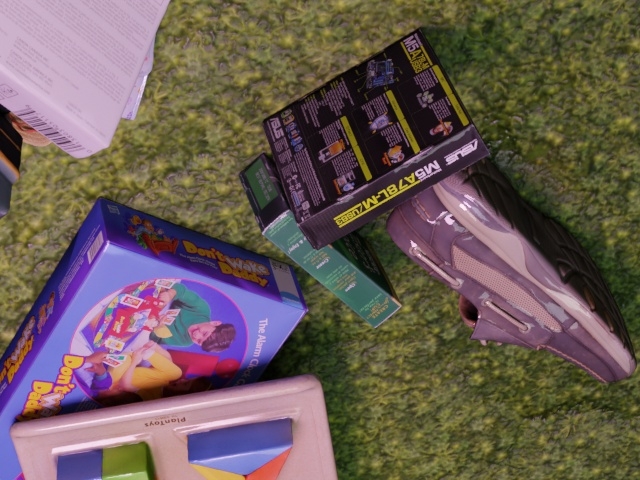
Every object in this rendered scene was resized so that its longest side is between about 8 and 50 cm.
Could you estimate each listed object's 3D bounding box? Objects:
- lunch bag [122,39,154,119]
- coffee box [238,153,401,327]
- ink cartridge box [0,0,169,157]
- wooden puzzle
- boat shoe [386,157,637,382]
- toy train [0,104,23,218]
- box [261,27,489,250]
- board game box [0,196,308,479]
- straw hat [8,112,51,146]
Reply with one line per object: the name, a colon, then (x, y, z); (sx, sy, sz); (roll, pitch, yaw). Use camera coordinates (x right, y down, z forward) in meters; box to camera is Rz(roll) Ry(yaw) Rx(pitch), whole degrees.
lunch bag: (-0.195, -0.160, 1.463); (0.071, 0.053, 0.083); (11, 113, -25)
coffee box: (0.000, 0.000, 1.603); (0.040, 0.113, 0.184); (-41, 125, 12)
ink cartridge box: (-0.219, -0.216, 1.348); (0.066, 0.232, 0.189); (-12, 141, 42)
wooden puzzle: (-0.136, 0.301, 1.691); (0.322, 0.080, 0.347); (-10, 129, -1)
boat shoe: (0.203, 0.042, 1.697); (0.130, 0.132, 0.355); (-34, 120, 23)
toy train: (-0.404, -0.049, 1.380); (0.334, 0.190, 0.142); (-24, 129, 15)
box: (0.046, -0.098, 1.490); (0.184, 0.190, 0.045); (-28, 126, 5)
board game box: (-0.205, 0.142, 1.673); (0.233, 0.078, 0.347); (21, 118, -28)
straw hat: (-0.262, -0.162, 1.432); (0.061, 0.144, 0.144); (-41, 139, -35)
